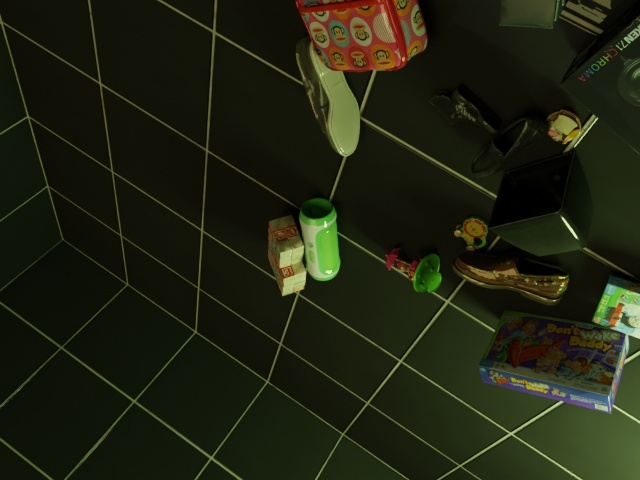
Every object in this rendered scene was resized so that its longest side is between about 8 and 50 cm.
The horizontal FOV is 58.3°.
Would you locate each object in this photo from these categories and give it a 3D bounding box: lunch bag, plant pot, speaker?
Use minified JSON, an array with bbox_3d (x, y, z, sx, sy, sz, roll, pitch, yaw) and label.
[{"bbox_3d":[0.083,-0.517,1.288,0.293,0.120,0.258,17,142,47],"label":"lunch bag"},{"bbox_3d":[0.539,-0.067,1.363,0.167,0.187,0.188,42,146,-25],"label":"plant pot"},{"bbox_3d":[0.000,0.000,1.951,0.131,0.131,0.296,20,140,24],"label":"speaker"}]

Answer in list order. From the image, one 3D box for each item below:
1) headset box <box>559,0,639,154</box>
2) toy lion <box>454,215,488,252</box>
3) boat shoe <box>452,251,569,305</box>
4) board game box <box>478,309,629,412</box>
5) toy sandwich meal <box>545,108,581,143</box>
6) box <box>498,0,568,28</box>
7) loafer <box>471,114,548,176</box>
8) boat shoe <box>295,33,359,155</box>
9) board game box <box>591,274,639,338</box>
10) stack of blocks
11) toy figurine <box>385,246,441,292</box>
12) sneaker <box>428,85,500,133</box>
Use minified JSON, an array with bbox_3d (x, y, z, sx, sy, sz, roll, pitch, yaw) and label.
[{"bbox_3d":[0.642,-0.298,1.046,0.283,0.131,0.246,40,145,-3],"label":"headset box"},{"bbox_3d":[0.436,-0.022,1.624,0.096,0.034,0.100,-25,111,44],"label":"toy lion"},{"bbox_3d":[0.527,0.076,1.593,0.307,0.110,0.104,15,133,13],"label":"boat shoe"},{"bbox_3d":[0.661,0.331,1.632,0.347,0.233,0.078,6,133,38],"label":"board game box"},{"bbox_3d":[0.539,-0.252,1.276,0.086,0.029,0.085,24,142,20],"label":"toy sandwich meal"},{"bbox_3d":[0.384,-0.527,0.978,0.103,0.184,0.261,18,140,28],"label":"box"},{"bbox_3d":[0.429,-0.223,1.353,0.078,0.076,0.223,8,152,-28],"label":"loafer"},{"bbox_3d":[0.020,-0.389,1.537,0.095,0.112,0.335,24,140,49],"label":"boat shoe"},{"bbox_3d":[0.823,0.186,1.458,0.212,0.039,0.160,19,140,24],"label":"board game box"},{"bbox_3d":[-0.120,0.059,2.045,0.297,0.087,0.171,101,149,-63],"label":"stack of blocks"},{"bbox_3d":[0.286,0.084,1.832,0.159,0.130,0.173,26,170,40],"label":"toy figurine"},{"bbox_3d":[0.346,-0.304,1.378,0.170,0.051,0.089,45,145,0],"label":"sneaker"}]
